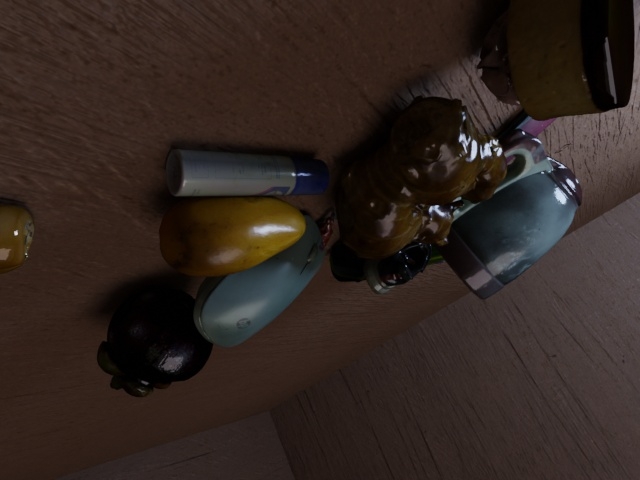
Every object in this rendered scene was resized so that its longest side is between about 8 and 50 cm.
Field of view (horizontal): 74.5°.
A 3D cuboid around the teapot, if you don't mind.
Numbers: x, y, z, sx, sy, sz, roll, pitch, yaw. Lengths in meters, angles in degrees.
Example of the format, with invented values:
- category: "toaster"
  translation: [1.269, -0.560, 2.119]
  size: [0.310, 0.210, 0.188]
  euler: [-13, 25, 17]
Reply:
- category: "teapot"
  translation: [0.388, -0.072, 0.913]
  size: [0.312, 0.233, 0.315]
  euler: [-40, 127, 16]

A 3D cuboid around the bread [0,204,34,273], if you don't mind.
- category: "bread"
  translation: [-0.431, 0.012, 0.428]
  size: [0.239, 0.074, 0.093]
  euler: [-9, 146, -36]

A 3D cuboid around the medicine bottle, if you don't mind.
- category: "medicine bottle"
  translation: [-0.091, -0.091, 0.585]
  size: [0.230, 0.059, 0.059]
  euler: [-5, 148, -39]

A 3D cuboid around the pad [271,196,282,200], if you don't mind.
- category: "pad"
  translation: [-0.140, -0.031, 0.728]
  size: [0.157, 0.003, 0.112]
  euler: [-36, 155, 19]

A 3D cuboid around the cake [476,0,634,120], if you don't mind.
- category: "cake"
  translation: [0.285, -0.247, 0.538]
  size: [0.178, 0.185, 0.207]
  euler: [1, -159, 40]

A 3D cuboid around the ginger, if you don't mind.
- category: "ginger"
  translation: [0.159, -0.082, 0.741]
  size: [0.274, 0.152, 0.357]
  euler: [2, 142, -43]

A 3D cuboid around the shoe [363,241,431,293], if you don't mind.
- category: "shoe"
  translation: [0.191, 0.034, 0.905]
  size: [0.227, 0.099, 0.112]
  euler: [-36, -166, -38]

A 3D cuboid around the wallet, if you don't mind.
- category: "wallet"
  translation: [0.432, -0.234, 0.876]
  size: [0.119, 0.025, 0.232]
  euler: [-5, 148, -39]

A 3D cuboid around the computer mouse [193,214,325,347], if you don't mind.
- category: "computer mouse"
  translation: [-0.096, 0.079, 0.768]
  size: [0.288, 0.097, 0.160]
  euler: [-36, 131, -18]

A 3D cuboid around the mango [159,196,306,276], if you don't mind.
- category: "mango"
  translation: [-0.120, -0.014, 0.612]
  size: [0.219, 0.145, 0.113]
  euler: [-10, 117, -33]

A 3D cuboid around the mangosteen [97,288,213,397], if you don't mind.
- category: "mangosteen"
  translation: [-0.310, 0.197, 0.777]
  size: [0.230, 0.194, 0.194]
  euler: [-48, 156, -4]

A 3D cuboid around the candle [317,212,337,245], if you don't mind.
- category: "candle"
  translation: [0.000, 0.000, 0.881]
  size: [0.048, 0.053, 0.162]
  euler: [-16, 153, -35]

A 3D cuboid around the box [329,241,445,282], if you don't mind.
- category: "box"
  translation: [0.189, 0.032, 1.064]
  size: [0.345, 0.097, 0.134]
  euler: [-8, 178, -39]
